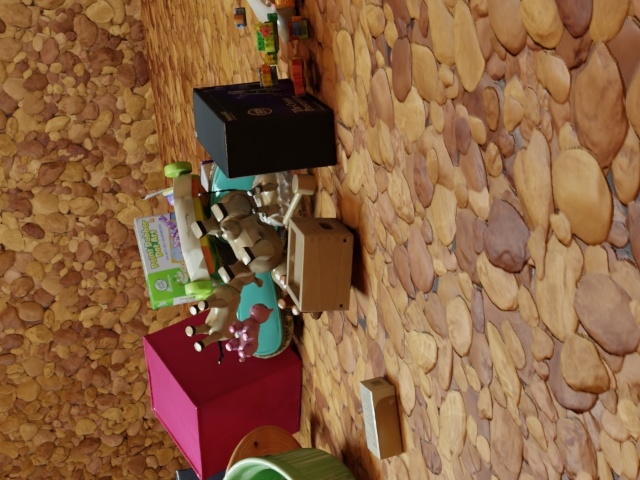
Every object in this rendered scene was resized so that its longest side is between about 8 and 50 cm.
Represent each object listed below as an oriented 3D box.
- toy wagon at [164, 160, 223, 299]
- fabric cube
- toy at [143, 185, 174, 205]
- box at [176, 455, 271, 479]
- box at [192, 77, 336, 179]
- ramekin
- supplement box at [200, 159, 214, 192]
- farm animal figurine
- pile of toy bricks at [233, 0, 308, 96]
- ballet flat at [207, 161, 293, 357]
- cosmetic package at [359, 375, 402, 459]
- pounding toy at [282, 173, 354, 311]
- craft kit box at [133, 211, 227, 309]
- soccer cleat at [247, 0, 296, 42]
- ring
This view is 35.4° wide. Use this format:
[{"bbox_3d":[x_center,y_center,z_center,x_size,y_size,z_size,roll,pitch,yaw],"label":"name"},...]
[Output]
[{"bbox_3d":[-0.255,-0.012,2.108,0.344,0.068,0.267,73,-174,-81],"label":"toy wagon"},{"bbox_3d":[-0.216,0.325,2.234,0.254,0.258,0.259,44,146,37],"label":"fabric cube"},{"bbox_3d":[-0.300,-0.121,2.398,0.056,0.237,0.137,68,165,-3],"label":"toy"},{"bbox_3d":[-0.186,0.638,2.375,0.296,0.294,0.183,104,151,-56],"label":"box"},{"bbox_3d":[-0.102,-0.195,1.704,0.261,0.184,0.103,-133,34,-62],"label":"box"},{"bbox_3d":[-0.041,0.531,1.851,0.303,0.148,0.304,10,104,44],"label":"ramekin"},{"bbox_3d":[-0.193,-0.071,2.266,0.114,0.111,0.220,99,156,-52],"label":"supplement box"},{"bbox_3d":[-0.120,0.046,1.886,0.330,0.172,0.327,-18,92,38],"label":"farm animal figurine"},{"bbox_3d":[-0.080,-0.334,1.627,0.105,0.118,0.212,-83,-13,-73],"label":"pile of toy bricks"},{"bbox_3d":[-0.134,0.001,2.063,0.182,0.164,0.483,-73,-21,-67],"label":"ballet flat"},{"bbox_3d":[0.095,0.278,1.576,0.060,0.041,0.115,-151,52,-70],"label":"cosmetic package"},{"bbox_3d":[-0.002,-0.008,1.660,0.181,0.094,0.206,-131,43,-71],"label":"pounding toy"},{"bbox_3d":[-0.350,0.039,2.659,0.061,0.246,0.250,109,146,-64],"label":"craft kit box"},{"bbox_3d":[-0.094,-0.411,1.758,0.196,0.068,0.076,-124,24,-49],"label":"soccer cleat"},{"bbox_3d":[-0.103,0.554,2.074,0.336,0.032,0.337,31,-127,-51],"label":"ring"}]
